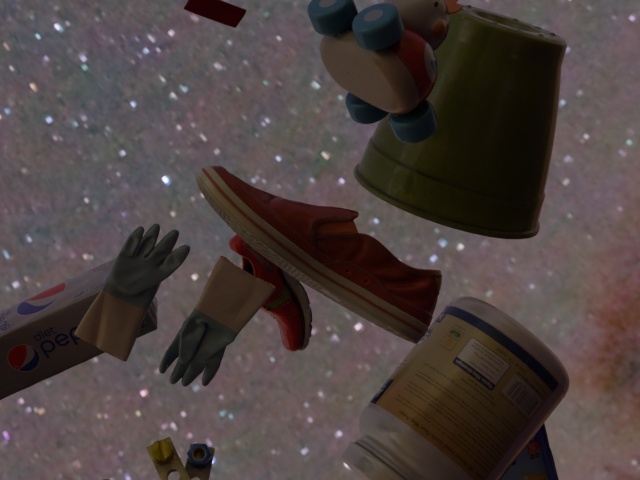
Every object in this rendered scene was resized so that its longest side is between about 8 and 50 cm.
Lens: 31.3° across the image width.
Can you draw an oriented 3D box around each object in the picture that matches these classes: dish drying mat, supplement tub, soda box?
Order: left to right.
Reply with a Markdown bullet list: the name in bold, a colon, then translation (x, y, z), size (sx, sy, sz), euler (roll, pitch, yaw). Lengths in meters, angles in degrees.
- **soda box**: translation (-0.388, 0.130, 1.689), size (0.286, 0.091, 0.098), euler (-25, -64, 5)
- **dish drying mat**: translation (-0.139, -0.305, 1.507), size (0.083, 0.008, 0.032), euler (13, -48, -39)
- **supplement tub**: translation (0.201, 0.267, 1.729), size (0.316, 0.228, 0.228), euler (-50, -38, -10)

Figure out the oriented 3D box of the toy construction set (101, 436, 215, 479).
- **toy construction set**: translation (-0.205, 0.418, 1.436), size (0.215, 0.328, 0.151), euler (-13, -40, -9)

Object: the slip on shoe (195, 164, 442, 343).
- **slip on shoe**: translation (0.000, 0.000, 1.358), size (0.101, 0.331, 0.123), euler (-59, 5, -7)

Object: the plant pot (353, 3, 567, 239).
- **plant pot**: translation (0.285, -0.237, 2.103), size (0.366, 0.366, 0.353), euler (1, -67, -40)

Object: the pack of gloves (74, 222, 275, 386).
- **pack of gloves**: translation (-0.193, 0.084, 1.520), size (0.195, 0.046, 0.232), euler (29, -58, -9)

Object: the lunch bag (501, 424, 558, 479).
- **lunch bag**: translation (0.276, 0.365, 1.927), size (0.221, 0.293, 0.138), euler (-17, -19, 16)

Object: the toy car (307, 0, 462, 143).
- **toy car**: translation (0.139, -0.318, 1.765), size (0.238, 0.210, 0.219), euler (-42, -49, -18)

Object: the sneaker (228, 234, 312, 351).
- **sneaker**: translation (-0.097, 0.088, 2.021), size (0.118, 0.107, 0.279), euler (-25, -59, -15)
